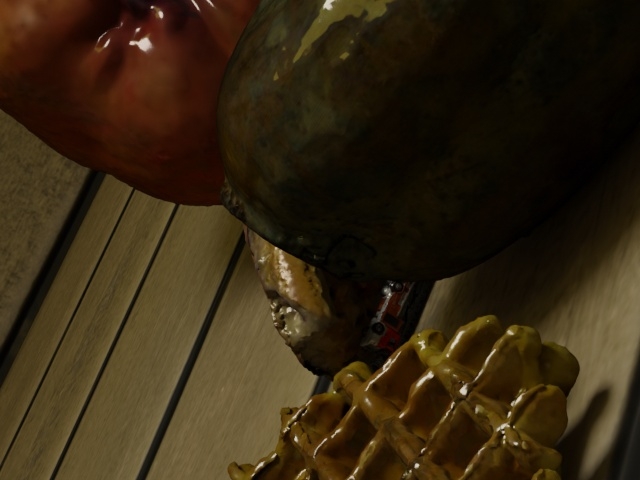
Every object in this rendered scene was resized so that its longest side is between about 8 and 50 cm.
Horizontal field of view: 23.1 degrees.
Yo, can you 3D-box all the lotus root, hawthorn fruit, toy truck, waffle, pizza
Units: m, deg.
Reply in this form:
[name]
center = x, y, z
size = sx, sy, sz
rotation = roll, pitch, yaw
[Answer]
[lotus root]
center = 0.077, -0.130, 0.934
size = 0.346, 0.250, 0.250
rotation = -54, 15, 18
[hawthorn fruit]
center = -0.143, -0.249, 1.545
size = 0.472, 0.472, 0.472
rotation = -54, 16, 22
[toy truck]
center = 0.052, 0.053, 1.093
size = 0.024, 0.032, 0.083
rotation = -25, 34, 60
[waffle]
center = 0.026, 0.165, 0.816
size = 0.293, 0.069, 0.259
rotation = -32, 34, 36
[pizza]
center = 0.000, 0.000, 1.178
size = 0.086, 0.161, 0.305
rotation = -27, 23, 8
